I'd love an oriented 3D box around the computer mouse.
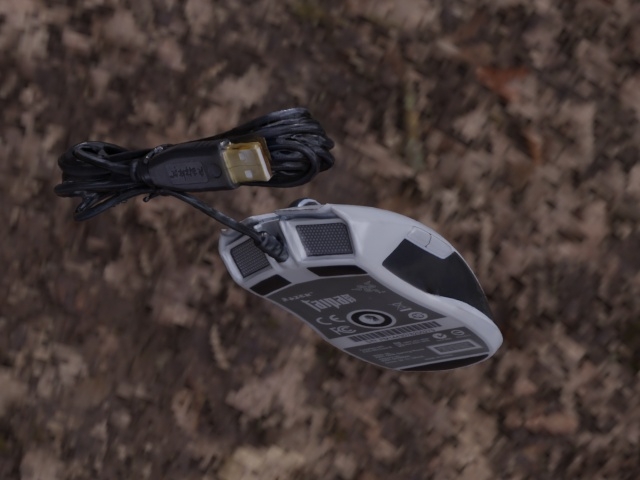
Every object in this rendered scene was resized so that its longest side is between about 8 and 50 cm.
[{"bbox_3d":[0.000,0.000,0.712,0.193,0.106,0.042,33,53,-46],"label":"computer mouse"}]
